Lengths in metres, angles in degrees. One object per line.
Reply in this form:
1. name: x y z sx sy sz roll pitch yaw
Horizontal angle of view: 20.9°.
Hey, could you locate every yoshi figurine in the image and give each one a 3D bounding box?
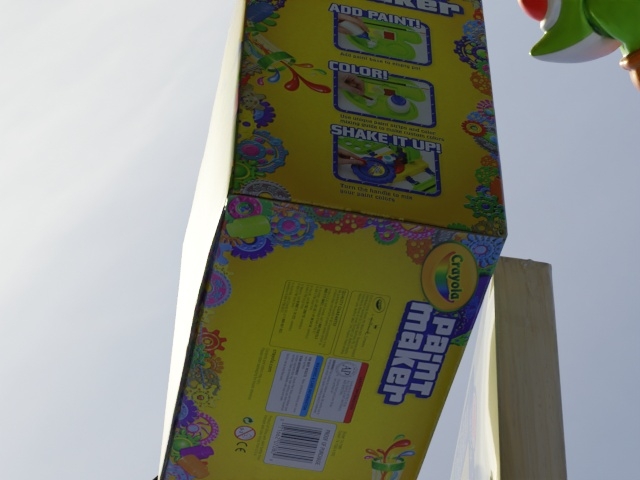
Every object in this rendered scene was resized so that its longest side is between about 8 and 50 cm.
1. yoshi figurine: 0.285 -0.329 1.813 0.203 0.362 0.203 -44 -179 -39

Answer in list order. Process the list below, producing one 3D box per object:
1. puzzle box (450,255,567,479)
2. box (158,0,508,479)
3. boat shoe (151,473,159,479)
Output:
1. puzzle box: 0.137 0.234 1.309 0.052 0.272 0.409 7 -145 0
2. box: 0.000 0.000 1.218 0.279 0.177 0.290 -90 -168 -48
3. boat shoe: -0.118 0.261 1.657 0.123 0.116 0.324 -93 -159 -46
